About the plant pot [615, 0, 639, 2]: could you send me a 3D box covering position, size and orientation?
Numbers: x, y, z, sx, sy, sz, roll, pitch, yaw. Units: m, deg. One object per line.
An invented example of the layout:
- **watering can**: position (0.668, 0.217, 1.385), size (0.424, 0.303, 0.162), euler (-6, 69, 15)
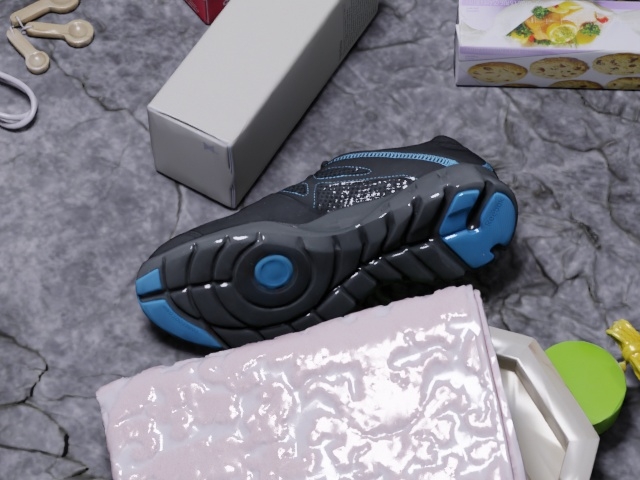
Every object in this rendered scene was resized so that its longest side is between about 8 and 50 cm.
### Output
- **plant pot**: position (0.317, -0.266, 1.838), size (0.081, 0.083, 0.081), euler (-12, 60, -8)

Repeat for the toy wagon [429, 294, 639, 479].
- **toy wagon**: position (0.129, 0.173, 1.575), size (0.344, 0.068, 0.267), euler (-23, 62, -15)

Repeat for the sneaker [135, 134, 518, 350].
- **sneaker**: position (0.000, 0.000, 1.673), size (0.341, 0.125, 0.139), euler (-14, 32, -6)

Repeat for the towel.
- **towel**: position (0.001, 0.214, 1.491), size (0.332, 0.053, 0.317), euler (-15, 63, 5)

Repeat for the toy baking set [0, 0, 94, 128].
- **toy baking set**: position (-0.337, -0.195, 1.821), size (0.197, 0.030, 0.256), euler (23, 61, 13)

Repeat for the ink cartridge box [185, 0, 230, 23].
- **ink cartridge box**: position (-0.122, -0.317, 1.813), size (0.072, 0.175, 0.127), euler (-32, 64, -18)

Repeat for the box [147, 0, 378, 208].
- **box**: position (-0.049, -0.173, 1.764), size (0.094, 0.113, 0.275), euler (27, 61, 16)

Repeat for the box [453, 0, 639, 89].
- **box**: position (0.290, -0.188, 1.801), size (0.324, 0.067, 0.063), euler (2, 59, 0)
